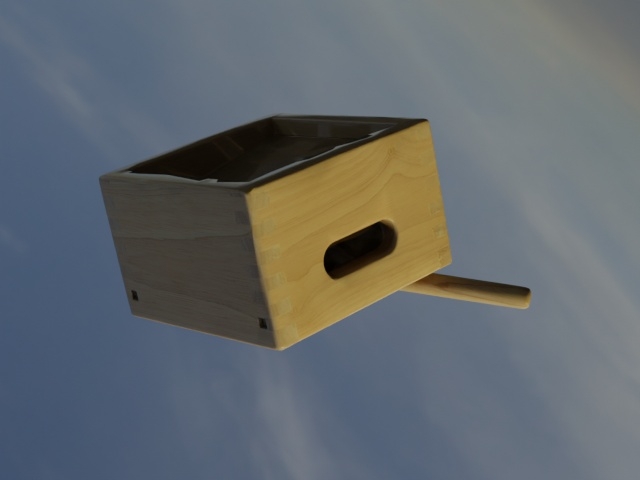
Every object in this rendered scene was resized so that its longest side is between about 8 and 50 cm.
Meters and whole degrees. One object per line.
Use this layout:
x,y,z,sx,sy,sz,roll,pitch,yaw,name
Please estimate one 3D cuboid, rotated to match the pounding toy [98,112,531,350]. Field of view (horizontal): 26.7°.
0.000,0.000,0.625,0.141,0.100,0.130,-24,-159,-38,pounding toy
